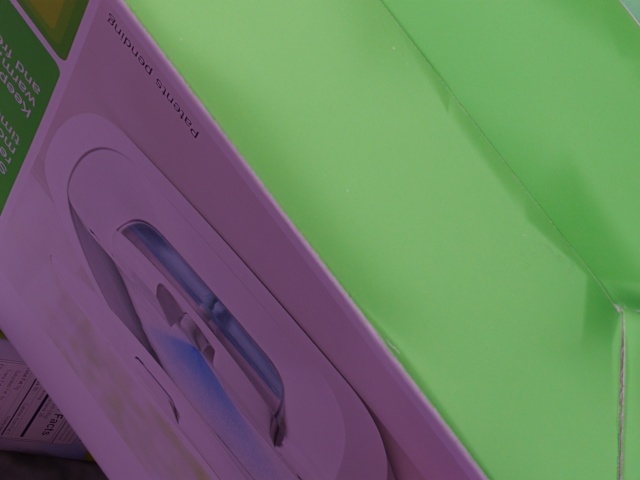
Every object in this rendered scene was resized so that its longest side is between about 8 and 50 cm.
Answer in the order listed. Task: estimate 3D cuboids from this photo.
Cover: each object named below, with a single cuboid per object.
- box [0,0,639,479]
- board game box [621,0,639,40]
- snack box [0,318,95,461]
[{"bbox_3d":[0.000,0.000,0.589,0.127,0.231,0.262,-34,83,-28],"label":"box"},{"bbox_3d":[0.163,0.055,0.601,0.046,0.317,0.213,-35,35,-14],"label":"board game box"},{"bbox_3d":[-0.157,-0.014,0.727,0.207,0.070,0.174,10,45,-28],"label":"snack box"}]
